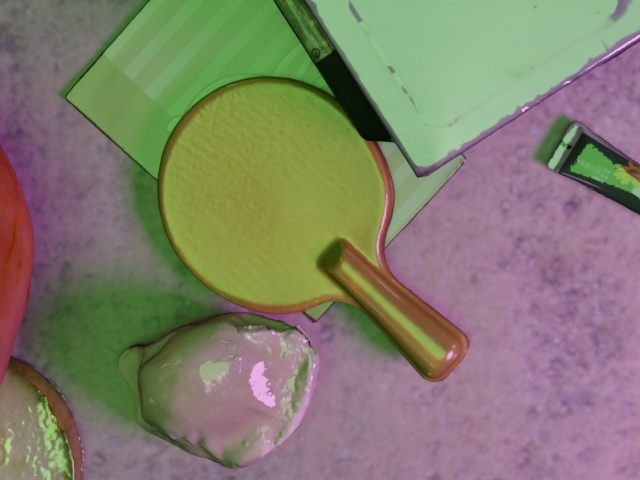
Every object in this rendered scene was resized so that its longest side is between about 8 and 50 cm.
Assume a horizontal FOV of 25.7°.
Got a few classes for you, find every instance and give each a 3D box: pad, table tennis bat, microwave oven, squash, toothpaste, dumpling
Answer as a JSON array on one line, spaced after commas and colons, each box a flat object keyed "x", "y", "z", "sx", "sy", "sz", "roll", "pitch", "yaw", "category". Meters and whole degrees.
[{"x": -0.048, "y": -0.098, "z": 1.228, "sx": 0.300, "sy": 0.005, "sz": 0.202, "roll": 43, "pitch": 97, "yaw": -3, "category": "pad"}, {"x": 0.000, "y": 0.000, "z": 1.212, "sx": 0.321, "sy": 0.050, "sz": 0.198, "roll": 43, "pitch": 98, "yaw": 0, "category": "table tennis bat"}, {"x": 0.084, "y": -0.266, "z": 1.098, "sx": 0.286, "sy": 0.218, "sz": 0.355, "roll": -34, "pitch": 95, "yaw": 7, "category": "microwave oven"}, {"x": -0.321, "y": 0.203, "z": 1.262, "sx": 0.219, "sy": 0.041, "sz": 0.219, "roll": 0, "pitch": 93, "yaw": 6, "category": "squash"}, {"x": 0.293, "y": -0.033, "z": 1.210, "sx": 0.204, "sy": 0.031, "sz": 0.049, "roll": 30, "pitch": 96, "yaw": 0, "category": "toothpaste"}, {"x": -0.087, "y": 0.129, "z": 1.208, "sx": 0.199, "sy": 0.118, "sz": 0.136, "roll": -4, "pitch": 106, "yaw": 31, "category": "dumpling"}]

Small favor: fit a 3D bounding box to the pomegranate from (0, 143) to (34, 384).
[{"x": -0.420, "y": 0.027, "z": 1.087, "sx": 0.411, "sy": 0.411, "sz": 0.412, "roll": 0, "pitch": 97, "yaw": 2, "category": "pomegranate"}]
